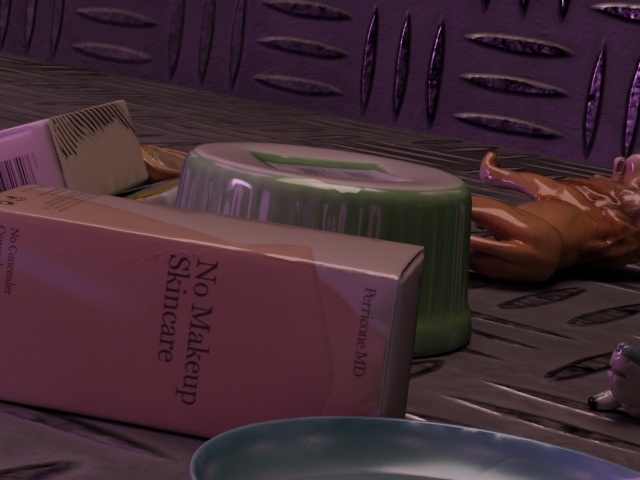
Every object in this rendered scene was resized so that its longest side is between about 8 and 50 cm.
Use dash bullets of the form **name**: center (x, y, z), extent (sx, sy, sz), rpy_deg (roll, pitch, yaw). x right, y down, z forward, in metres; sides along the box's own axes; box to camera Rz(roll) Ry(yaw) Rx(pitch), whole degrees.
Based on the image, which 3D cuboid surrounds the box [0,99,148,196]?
- **box**: center (-0.263, -0.074, 1.754), extent (0.113, 0.094, 0.275), rpy_deg (-15, 6, 9)

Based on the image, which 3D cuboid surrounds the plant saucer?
- **plant saucer**: center (0.079, 0.168, 1.051), extent (0.317, 0.044, 0.317), rpy_deg (7, 10, -1)

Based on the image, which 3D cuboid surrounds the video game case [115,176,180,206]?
- **video game case**: center (-0.218, -0.028, 1.816), extent (0.206, 0.026, 0.227), rpy_deg (-13, 6, 13)

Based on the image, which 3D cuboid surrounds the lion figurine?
- **lion figurine**: center (0.252, -0.010, 2.064), extent (0.240, 0.142, 0.392), rpy_deg (21, 29, 28)

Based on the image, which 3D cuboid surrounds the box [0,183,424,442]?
- **box**: center (-0.091, 0.056, 1.280), extent (0.311, 0.148, 0.121), rpy_deg (8, 10, 11)

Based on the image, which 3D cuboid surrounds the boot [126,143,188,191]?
- **boot**: center (-0.138, -0.064, 2.099), extent (0.262, 0.095, 0.203), rpy_deg (17, 14, 39)

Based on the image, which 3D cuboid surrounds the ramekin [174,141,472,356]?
- **ramekin**: center (0.000, 0.000, 1.664), extent (0.303, 0.148, 0.303), rpy_deg (7, 9, -1)

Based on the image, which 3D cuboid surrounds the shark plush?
- **shark plush**: center (0.297, 0.114, 1.463), extent (0.161, 0.067, 0.073), rpy_deg (2, 11, -29)
